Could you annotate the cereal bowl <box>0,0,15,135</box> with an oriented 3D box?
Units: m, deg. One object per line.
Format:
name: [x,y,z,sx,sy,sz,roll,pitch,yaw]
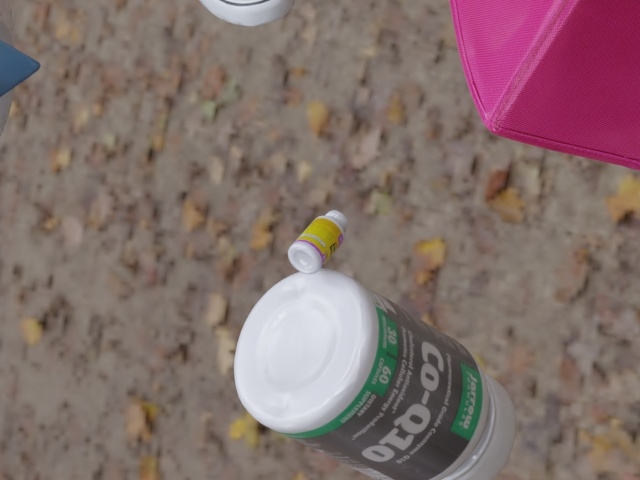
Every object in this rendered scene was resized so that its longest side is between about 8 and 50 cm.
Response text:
cereal bowl: [-0.351,-0.129,1.348,0.141,0.339,0.339,19,100,15]

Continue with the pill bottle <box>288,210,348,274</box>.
pill bottle: [0.000,0.000,1.906,0.043,0.043,0.083,-34,11,47]

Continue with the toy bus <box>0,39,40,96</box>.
toy bus: [-0.223,-0.098,0.755,0.104,0.202,0.191,8,61,53]

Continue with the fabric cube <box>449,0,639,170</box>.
fabric cube: [0.250,-0.215,1.048,0.258,0.259,0.254,119,154,-42]

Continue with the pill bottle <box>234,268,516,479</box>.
pill bottle: [0.078,0.186,2.022,0.204,0.361,0.204,-18,58,32]

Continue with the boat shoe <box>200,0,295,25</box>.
boat shoe: [-0.082,-0.257,1.327,0.070,0.078,0.219,79,167,-48]
